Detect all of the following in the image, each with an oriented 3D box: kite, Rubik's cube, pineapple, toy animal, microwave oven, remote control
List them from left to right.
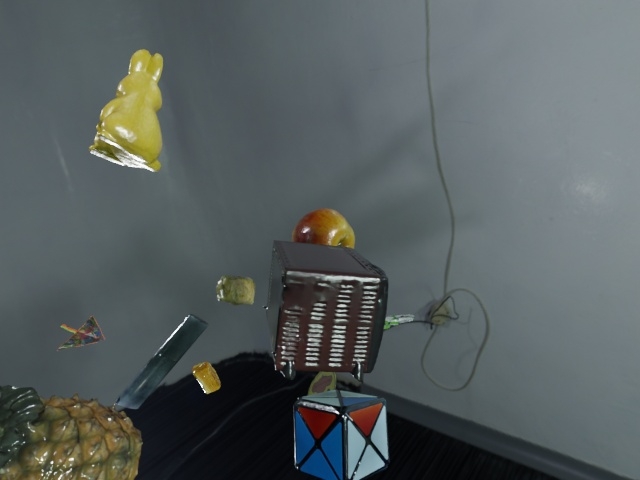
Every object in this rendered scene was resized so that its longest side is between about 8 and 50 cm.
[{"bbox_3d":[-0.286,0.173,0.385,0.128,0.128,0.248,-1,141,43],"label":"pineapple"},{"bbox_3d":[-0.796,0.309,1.440,0.159,0.190,0.010,14,115,-1],"label":"kite"},{"bbox_3d":[-0.232,-0.173,0.557,0.070,0.083,0.159,-21,57,47],"label":"toy animal"},{"bbox_3d":[-0.551,0.423,1.515,0.044,0.377,0.107,34,170,32],"label":"remote control"},{"bbox_3d":[0.003,0.111,0.769,0.247,0.188,0.178,-135,54,-74],"label":"microwave oven"},{"bbox_3d":[0.074,0.674,1.509,0.246,0.250,0.249,-7,80,43],"label":"Rubik's cube"}]

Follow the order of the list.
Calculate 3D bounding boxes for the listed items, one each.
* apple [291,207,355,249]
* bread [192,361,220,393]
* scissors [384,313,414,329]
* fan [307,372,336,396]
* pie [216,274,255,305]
[{"bbox_3d":[0.000,0.000,1.267,0.173,0.160,0.195,23,99,44],"label":"apple"},{"bbox_3d":[-0.434,0.523,1.645,0.132,0.074,0.053,68,171,-27],"label":"bread"},{"bbox_3d":[0.271,0.301,1.629,0.101,0.204,0.027,27,114,56],"label":"scissors"},{"bbox_3d":[0.009,0.636,1.930,0.011,0.335,0.229,29,135,-20],"label":"fan"},{"bbox_3d":[-0.351,0.216,1.857,0.068,0.282,0.129,-2,79,17],"label":"pie"}]
